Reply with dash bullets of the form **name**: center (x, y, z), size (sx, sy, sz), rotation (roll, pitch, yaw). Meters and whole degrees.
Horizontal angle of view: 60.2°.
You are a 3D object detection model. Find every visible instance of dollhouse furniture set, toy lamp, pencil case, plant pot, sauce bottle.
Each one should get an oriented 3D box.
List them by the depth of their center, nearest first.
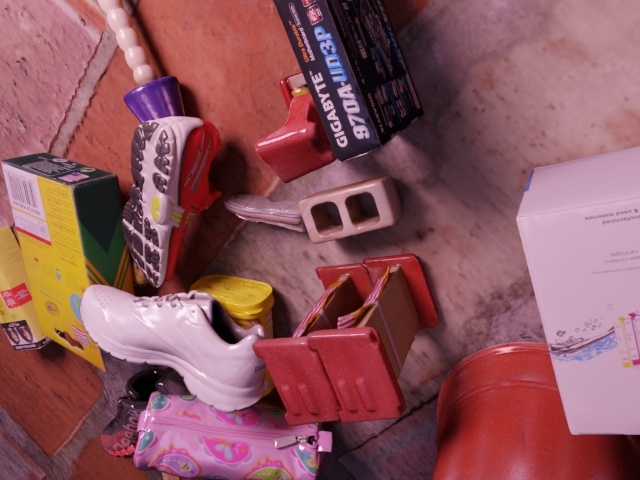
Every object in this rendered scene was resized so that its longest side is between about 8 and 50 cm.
- **plant pot**: center (0.238, 0.302, 0.627), size (0.273, 0.265, 0.272), rotation (10, 116, 21)
- **dollhouse furniture set**: center (0.000, 0.000, 0.645), size (0.152, 0.201, 0.374), rotation (-13, 106, 29)
- **toy lamp**: center (-0.256, -0.268, 0.721), size (0.080, 0.080, 0.274), rotation (-18, 102, 30)
- **pencil case**: center (-0.128, 0.301, 0.834), size (0.284, 0.124, 0.124), rotation (9, 117, -2)
- **sauce bottle**: center (-0.272, 0.018, 0.874), size (0.042, 0.042, 0.128), rotation (33, 120, 9)

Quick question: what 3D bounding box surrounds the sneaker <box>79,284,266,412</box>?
- **sneaker**: center (-0.200, 0.119, 0.775), size (0.297, 0.111, 0.129), rotation (22, 111, 9)

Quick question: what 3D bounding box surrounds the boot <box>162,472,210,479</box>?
- **boot**: center (-0.185, 0.483, 1.004), size (0.207, 0.090, 0.248), rotation (-7, 105, 29)

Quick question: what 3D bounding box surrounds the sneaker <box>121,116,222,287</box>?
- **sneaker**: center (-0.196, -0.044, 0.768), size (0.107, 0.118, 0.279), rotation (46, 133, 25)

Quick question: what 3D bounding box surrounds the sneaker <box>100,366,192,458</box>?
- **sneaker**: center (-0.310, 0.297, 0.969), size (0.276, 0.097, 0.135), rotation (-29, 110, 30)

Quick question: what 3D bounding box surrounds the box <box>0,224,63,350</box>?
- **box**: center (-0.580, 0.092, 1.038), size (0.087, 0.058, 0.232), rotation (-9, 107, 29)

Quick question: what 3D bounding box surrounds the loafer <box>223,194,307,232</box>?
- **loafer**: center (-0.076, -0.035, 0.759), size (0.125, 0.045, 0.039), rotation (9, 122, 19)

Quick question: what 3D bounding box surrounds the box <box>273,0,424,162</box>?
- **box**: center (0.028, -0.206, 0.557), size (0.051, 0.175, 0.220), rotation (-16, 104, 29)

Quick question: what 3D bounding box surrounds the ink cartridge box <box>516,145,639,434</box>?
- **ink cartridge box**: center (0.309, 0.042, 0.537), size (0.168, 0.171, 0.232), rotation (-11, 107, 28)

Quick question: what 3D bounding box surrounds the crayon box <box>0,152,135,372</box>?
- **crayon box**: center (-0.398, 0.033, 0.891), size (0.202, 0.081, 0.318), rotation (18, 119, 32)

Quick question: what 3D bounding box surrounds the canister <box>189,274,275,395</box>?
- **canister**: center (-0.129, 0.148, 0.845), size (0.126, 0.073, 0.169), rotation (8, 116, 22)
